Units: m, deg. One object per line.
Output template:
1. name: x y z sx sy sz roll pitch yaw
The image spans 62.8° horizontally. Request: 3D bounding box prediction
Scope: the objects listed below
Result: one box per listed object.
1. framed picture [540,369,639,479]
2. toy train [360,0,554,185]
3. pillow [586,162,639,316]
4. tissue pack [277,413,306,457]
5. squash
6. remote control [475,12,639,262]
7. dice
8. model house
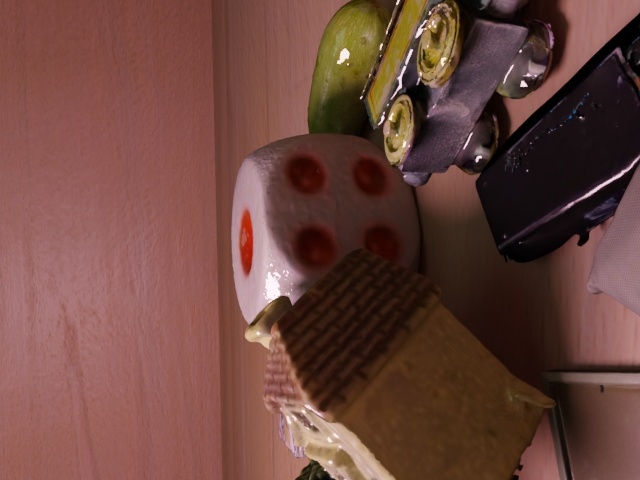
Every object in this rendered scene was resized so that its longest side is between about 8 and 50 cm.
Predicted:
1. framed picture: 0.300 0.214 0.381 0.324 0.020 0.240 143 123 -66
2. toy train: 0.148 -0.192 0.607 0.260 0.134 0.177 112 157 -46
3. pillow: 0.270 0.037 0.296 0.255 0.059 0.169 49 139 46
4. tissue pack: -0.063 0.463 1.320 0.155 0.065 0.115 180 89 -69
5. squash: 0.034 -0.247 0.930 0.370 0.119 0.118 111 150 -51
6. remote control: 0.253 -0.106 0.419 0.398 0.062 0.144 123 139 -57
7. dice: 0.000 0.000 0.849 0.243 0.251 0.259 136 129 -61
8. model house: 0.029 0.183 0.597 0.266 0.261 0.321 49 152 -5
